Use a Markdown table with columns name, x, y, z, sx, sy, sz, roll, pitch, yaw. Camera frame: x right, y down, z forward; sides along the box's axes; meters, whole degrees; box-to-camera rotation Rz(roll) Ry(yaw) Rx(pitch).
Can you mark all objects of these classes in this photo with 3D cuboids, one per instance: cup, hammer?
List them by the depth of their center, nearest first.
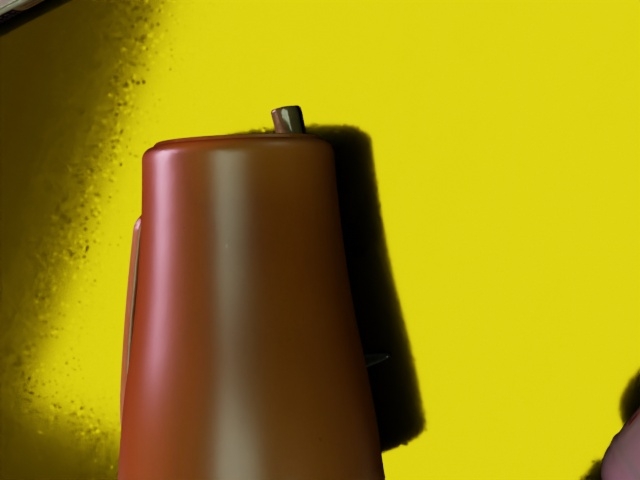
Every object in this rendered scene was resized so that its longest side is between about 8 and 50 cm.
| name | x | y | z | sx | sy | sz | roll | pitch | yaw |
| --- | --- | --- | --- | --- | --- | --- | --- | --- | --- |
| cup | -0.065 | 0.064 | 1.332 | 0.226 | 0.182 | 0.264 | -4 | 88 | 49 |
| hammer | 0.000 | 0.000 | 1.384 | 0.062 | 0.013 | 0.199 | -13 | 93 | 12 |

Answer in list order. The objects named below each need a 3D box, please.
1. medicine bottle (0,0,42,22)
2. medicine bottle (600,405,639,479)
| name | x | y | z | sx | sy | sz | roll | pitch | yaw |
| --- | --- | --- | --- | --- | --- | --- | --- | --- | --- |
| medicine bottle | -0.229 | -0.253 | 1.389 | 0.201 | 0.052 | 0.171 | -27 | 89 | 13 |
| medicine bottle | 0.283 | 0.199 | 1.226 | 0.241 | 0.241 | 0.302 | 39 | 101 | 6 |
